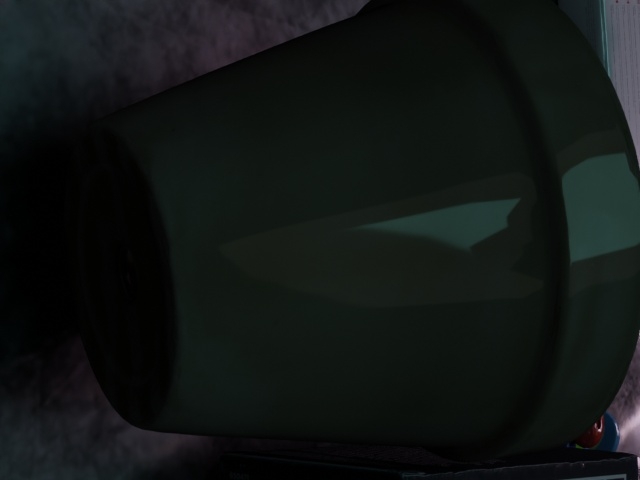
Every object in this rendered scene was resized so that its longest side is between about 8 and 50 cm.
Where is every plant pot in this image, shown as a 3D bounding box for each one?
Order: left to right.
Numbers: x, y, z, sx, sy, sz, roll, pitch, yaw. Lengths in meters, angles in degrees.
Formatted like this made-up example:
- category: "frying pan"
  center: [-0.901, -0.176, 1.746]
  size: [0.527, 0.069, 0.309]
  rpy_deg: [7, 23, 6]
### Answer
- category: "plant pot"
  center: [0.000, 0.000, 1.015]
  size: [0.280, 0.323, 0.323]
  rpy_deg: [-8, 95, -28]

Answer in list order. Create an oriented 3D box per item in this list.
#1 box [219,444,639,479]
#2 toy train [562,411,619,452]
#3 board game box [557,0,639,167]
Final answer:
- category: "box"
  center: [0.081, 0.300, 1.161]
  size: [0.294, 0.183, 0.296]
  rpy_deg: [6, 85, -47]
- category: "toy train"
  center: [0.198, 0.246, 1.366]
  size: [0.143, 0.105, 0.248]
  rpy_deg: [19, 74, -60]
- category: "board game box"
  center: [0.302, -0.193, 1.521]
  size: [0.193, 0.053, 0.305]
  rpy_deg: [-6, 93, -47]
